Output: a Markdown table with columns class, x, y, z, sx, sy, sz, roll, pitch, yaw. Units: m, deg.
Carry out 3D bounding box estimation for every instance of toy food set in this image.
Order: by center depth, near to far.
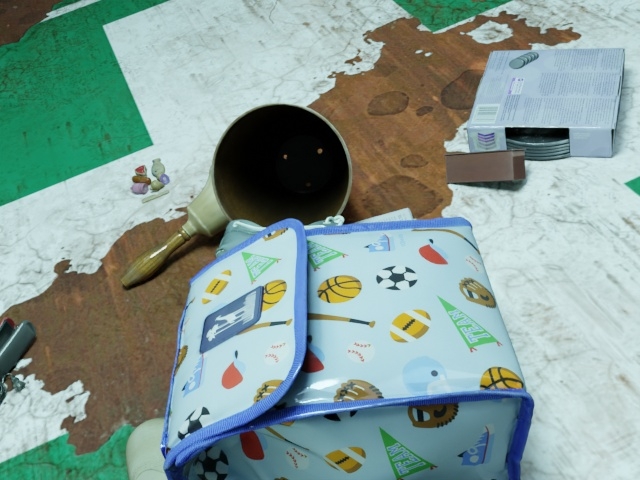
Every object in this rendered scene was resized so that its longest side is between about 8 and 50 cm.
| class | x | y | z | sx | sy | sz | roll | pitch | yaw |
| --- | --- | --- | --- | --- | --- | --- | --- | --- | --- |
| toy food set | -0.336 | -0.121 | 1.566 | 0.078 | 0.019 | 0.122 | -24 | 41 | -8 |

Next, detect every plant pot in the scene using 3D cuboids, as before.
| class | x | y | z | sx | sy | sz | roll | pitch | yaw |
| --- | --- | --- | --- | --- | --- | --- | --- | --- | --- |
| plant pot | -0.044 | -0.115 | 1.315 | 0.215 | 0.215 | 0.230 | -9 | 8 | 9 |

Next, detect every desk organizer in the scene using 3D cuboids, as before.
| class | x | y | z | sx | sy | sz | roll | pitch | yaw |
| --- | --- | --- | --- | --- | --- | --- | --- | --- | --- |
| desk organizer | 0.274 | -0.124 | 1.342 | 0.130 | 0.050 | 0.047 | 1 | 8 | 41 |

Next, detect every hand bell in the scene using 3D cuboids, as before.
| class | x | y | z | sx | sy | sz | roll | pitch | yaw |
| --- | --- | --- | --- | --- | --- | --- | --- | --- | --- |
| hand bell | -0.238 | -0.006 | 1.361 | 0.242 | 0.126 | 0.126 | -39 | 44 | -7 |

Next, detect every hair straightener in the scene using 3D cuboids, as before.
| class | x | y | z | sx | sy | sz | roll | pitch | yaw |
| --- | --- | --- | --- | --- | --- | --- | --- | --- | --- |
| hair straightener | -0.498 | 0.215 | 1.221 | 0.089 | 0.047 | 0.230 | 3 | 44 | 22 |

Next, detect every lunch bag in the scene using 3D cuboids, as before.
| class | x | y | z | sx | sy | sz | roll | pitch | yaw |
| --- | --- | --- | --- | --- | --- | --- | --- | --- | --- |
| lunch bag | 0.018 | 0.139 | 0.951 | 0.385 | 0.239 | 0.328 | -3 | 35 | 1 |

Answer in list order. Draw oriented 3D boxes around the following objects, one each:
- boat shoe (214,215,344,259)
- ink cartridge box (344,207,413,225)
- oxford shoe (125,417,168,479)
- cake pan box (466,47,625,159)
| class | x | y | z | sx | sy | sz | roll | pitch | yaw |
| --- | --- | --- | --- | --- | --- | --- | --- | --- | --- |
| boat shoe | 0.000 | 0.000 | 1.145 | 0.319 | 0.116 | 0.099 | -7 | 58 | 17 |
| ink cartridge box | 0.011 | 0.064 | 1.212 | 0.311 | 0.065 | 0.186 | -14 | 41 | 0 |
| oxford shoe | -0.130 | 0.314 | 0.900 | 0.140 | 0.146 | 0.397 | -43 | 44 | -11 |
| cake pan box | 0.404 | -0.247 | 1.428 | 0.246 | 0.070 | 0.267 | 2 | 44 | 23 |
